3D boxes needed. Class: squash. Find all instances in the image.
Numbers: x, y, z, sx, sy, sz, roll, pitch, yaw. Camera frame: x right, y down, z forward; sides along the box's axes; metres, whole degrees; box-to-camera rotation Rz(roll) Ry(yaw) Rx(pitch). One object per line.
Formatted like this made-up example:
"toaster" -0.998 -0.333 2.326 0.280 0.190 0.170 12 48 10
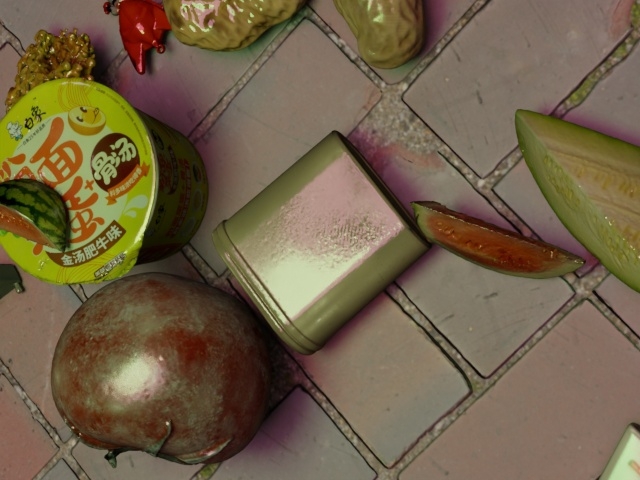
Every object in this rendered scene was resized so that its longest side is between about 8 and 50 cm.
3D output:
"squash" 0.358 -0.032 1.386 0.289 0.111 0.203 21 62 18

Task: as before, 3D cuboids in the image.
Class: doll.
"doll" -0.301 -0.362 1.700 0.109 0.057 0.169 -44 74 16

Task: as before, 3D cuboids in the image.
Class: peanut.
"peanut" -0.135 -0.391 1.607 0.233 0.110 0.196 -36 80 17
"peanut" 0.087 -0.408 1.506 0.153 0.140 0.325 -7 93 -20

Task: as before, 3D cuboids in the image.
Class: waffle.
"waffle" -0.443 -0.255 1.716 0.193 0.070 0.197 7 81 45

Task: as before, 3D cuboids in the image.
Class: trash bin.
"trash bin" 0.000 0.000 1.534 0.247 0.121 0.243 -42 74 12

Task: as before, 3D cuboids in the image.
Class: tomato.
"tomato" -0.225 0.193 1.509 0.317 0.317 0.282 3 74 22

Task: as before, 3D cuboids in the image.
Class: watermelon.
"watermelon" -0.434 -0.047 1.497 0.163 0.069 0.086 17 94 24
"watermelon" 0.237 0.002 1.434 0.245 0.119 0.063 22 84 13

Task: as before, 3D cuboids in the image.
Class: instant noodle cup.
"instant noodle cup" -0.323 -0.079 1.609 0.312 0.221 0.311 -1 88 23

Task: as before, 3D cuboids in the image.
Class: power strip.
"power strip" -0.624 0.114 1.763 0.216 0.145 0.061 -36 74 18

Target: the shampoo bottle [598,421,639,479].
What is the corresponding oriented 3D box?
"shampoo bottle" 0.379 0.396 1.383 0.153 0.071 0.284 41 101 20
